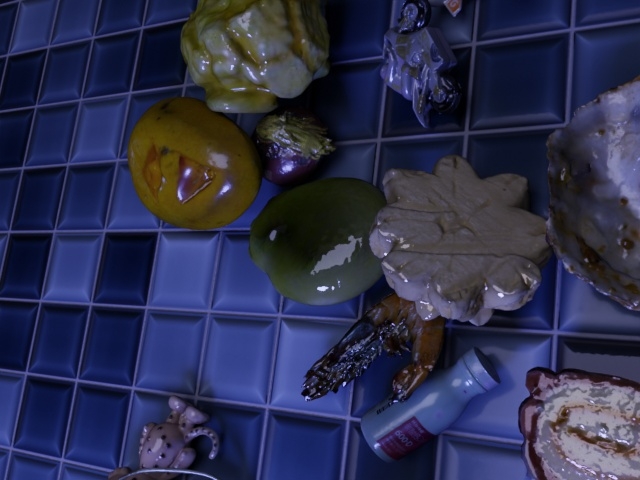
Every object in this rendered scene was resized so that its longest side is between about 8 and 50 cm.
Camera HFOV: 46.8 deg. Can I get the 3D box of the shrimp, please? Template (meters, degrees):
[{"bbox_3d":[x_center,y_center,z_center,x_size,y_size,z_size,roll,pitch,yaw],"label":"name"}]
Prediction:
[{"bbox_3d":[0.085,0.196,1.173,0.290,0.054,0.222,-39,29,14],"label":"shrimp"}]

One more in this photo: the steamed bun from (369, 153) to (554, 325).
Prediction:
[{"bbox_3d":[0.210,0.002,1.134,0.295,0.137,0.292,32,60,24],"label":"steamed bun"}]

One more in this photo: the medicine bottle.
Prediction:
[{"bbox_3d":[0.169,0.251,1.139,0.217,0.090,0.090,-38,60,16],"label":"medicine bottle"}]

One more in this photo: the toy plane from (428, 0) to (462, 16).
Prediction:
[{"bbox_3d":[0.269,-0.501,1.278,0.245,0.117,0.244,-10,70,30],"label":"toy plane"}]

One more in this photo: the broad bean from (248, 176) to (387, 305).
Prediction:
[{"bbox_3d":[0.000,0.000,1.297,0.291,0.119,0.238,-5,65,27],"label":"broad bean"}]

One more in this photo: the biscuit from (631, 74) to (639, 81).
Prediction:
[{"bbox_3d":[0.514,-0.179,1.093,0.133,0.027,0.184,-28,63,20],"label":"biscuit"}]

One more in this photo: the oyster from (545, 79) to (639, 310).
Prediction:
[{"bbox_3d":[0.422,-0.028,1.046,0.204,0.111,0.396,-14,75,18],"label":"oyster"}]

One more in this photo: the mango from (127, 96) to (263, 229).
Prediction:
[{"bbox_3d":[-0.232,-0.145,1.407,0.365,0.182,0.252,12,108,46],"label":"mango"}]

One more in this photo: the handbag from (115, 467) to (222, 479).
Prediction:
[{"bbox_3d":[-0.258,0.501,1.269,0.256,0.079,0.219,-3,78,-3],"label":"handbag"}]

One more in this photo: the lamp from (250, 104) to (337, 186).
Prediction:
[{"bbox_3d":[-0.065,-0.182,1.376,0.157,0.135,0.156,-44,58,17],"label":"lamp"}]

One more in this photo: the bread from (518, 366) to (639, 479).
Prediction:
[{"bbox_3d":[0.393,0.276,0.979,0.244,0.123,0.190,5,81,32],"label":"bread"}]

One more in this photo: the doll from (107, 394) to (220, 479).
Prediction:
[{"bbox_3d":[-0.302,0.428,1.369,0.154,0.119,0.278,33,85,31],"label":"doll"}]

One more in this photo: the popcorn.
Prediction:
[{"bbox_3d":[-0.123,-0.388,1.368,0.292,0.334,0.293,1,106,-5],"label":"popcorn"}]

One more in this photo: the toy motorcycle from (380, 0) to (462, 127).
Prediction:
[{"bbox_3d":[0.164,-0.305,1.298,0.152,0.073,0.225,-33,70,49],"label":"toy motorcycle"}]
